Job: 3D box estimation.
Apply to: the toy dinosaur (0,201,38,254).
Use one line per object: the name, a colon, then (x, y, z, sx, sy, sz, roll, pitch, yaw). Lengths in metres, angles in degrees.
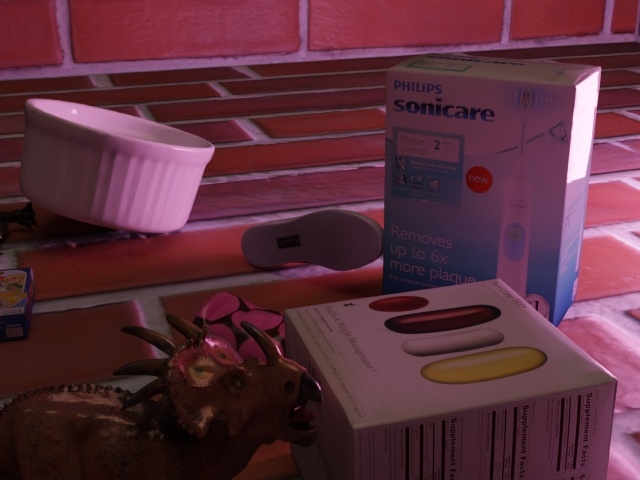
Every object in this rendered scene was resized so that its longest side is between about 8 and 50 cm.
toy dinosaur: (-0.474, -0.021, 1.256, 0.118, 0.064, 0.268, -17, 23, -22)

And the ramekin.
ramekin: (-0.305, -0.109, 1.287, 0.277, 0.135, 0.277, 14, 11, -3)

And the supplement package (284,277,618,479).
supplement package: (0.093, 0.144, 0.706, 0.203, 0.149, 0.194, -7, 22, -15)

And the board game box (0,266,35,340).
board game box: (-0.444, 0.081, 1.024, 0.201, 0.035, 0.136, -5, 22, -13)

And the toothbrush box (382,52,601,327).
toothbrush box: (0.195, -0.060, 1.028, 0.216, 0.295, 0.126, 12, 24, 26)

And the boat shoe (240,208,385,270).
boat shoe: (0.000, 0.000, 1.149, 0.228, 0.080, 0.076, -8, 5, 39)

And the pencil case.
pencil case: (-0.029, 0.106, 0.887, 0.209, 0.095, 0.098, 10, 59, 20)

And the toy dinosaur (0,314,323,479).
toy dinosaur: (-0.152, 0.145, 0.633, 0.295, 0.200, 0.127, -3, 22, -7)
